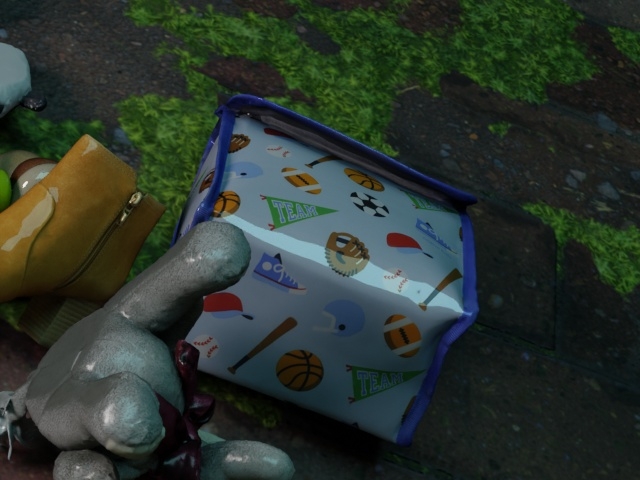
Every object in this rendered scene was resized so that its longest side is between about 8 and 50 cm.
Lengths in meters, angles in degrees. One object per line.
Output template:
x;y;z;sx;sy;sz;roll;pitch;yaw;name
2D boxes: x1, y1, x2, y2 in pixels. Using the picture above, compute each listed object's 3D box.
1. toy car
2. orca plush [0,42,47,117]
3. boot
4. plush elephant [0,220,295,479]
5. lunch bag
-0.333;-0.038;1.803;0.155;0.149;0.188;3;20;-32;toy car
-0.396;-0.140;1.852;0.151;0.102;0.287;22;21;-21;orca plush
-0.296;-0.021;1.647;0.104;0.211;0.295;30;-2;40;boot
-0.151;0.196;1.573;0.255;0.330;0.272;44;39;-20;plush elephant
0.000;0.000;1.856;0.328;0.239;0.385;24;26;-7;lunch bag
